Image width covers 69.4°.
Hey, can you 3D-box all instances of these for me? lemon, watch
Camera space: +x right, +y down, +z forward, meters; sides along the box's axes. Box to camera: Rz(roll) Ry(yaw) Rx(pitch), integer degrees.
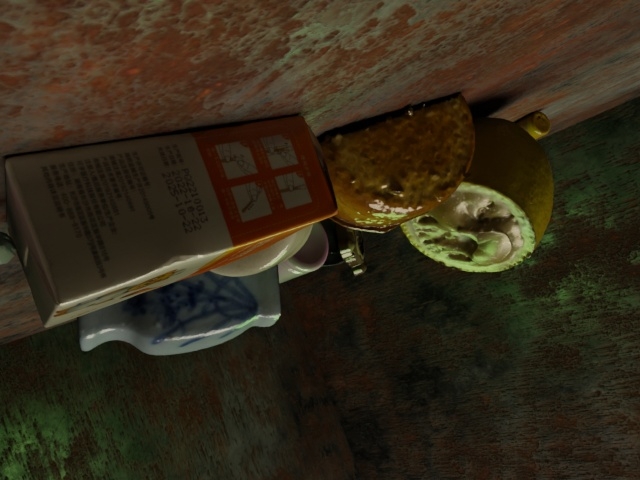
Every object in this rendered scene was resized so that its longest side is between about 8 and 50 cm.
[{"bbox_3d":[0.367,-0.130,1.086,0.364,0.364,0.364,-21,178,-1],"label":"lemon"},{"bbox_3d":[0.000,0.000,1.908,0.326,0.314,0.335,-11,165,13],"label":"watch"}]

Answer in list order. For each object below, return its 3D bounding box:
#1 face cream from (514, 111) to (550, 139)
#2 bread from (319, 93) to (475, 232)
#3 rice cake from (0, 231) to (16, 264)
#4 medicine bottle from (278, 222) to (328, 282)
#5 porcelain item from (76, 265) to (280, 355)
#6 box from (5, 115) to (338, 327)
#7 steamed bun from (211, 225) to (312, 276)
[{"bbox_3d":[0.622,-0.334,1.530,0.078,0.078,0.273,-20,177,-25],"label":"face cream"},{"bbox_3d":[0.141,-0.121,0.834,0.340,0.179,0.194,-21,177,-18],"label":"bread"},{"bbox_3d":[-0.427,0.027,0.419,0.237,0.043,0.127,-13,174,-16],"label":"rice cake"},{"bbox_3d":[-0.148,0.041,1.585,0.212,0.212,0.325,-19,176,-43],"label":"medicine bottle"},{"bbox_3d":[-0.297,0.120,0.998,0.405,0.243,0.178,-2,172,-24],"label":"porcelain item"},{"bbox_3d":[-0.177,-0.029,0.578,0.341,0.143,0.225,-21,179,-36],"label":"box"},{"bbox_3d":[-0.130,-0.022,0.883,0.241,0.164,0.146,-22,179,16],"label":"steamed bun"}]
